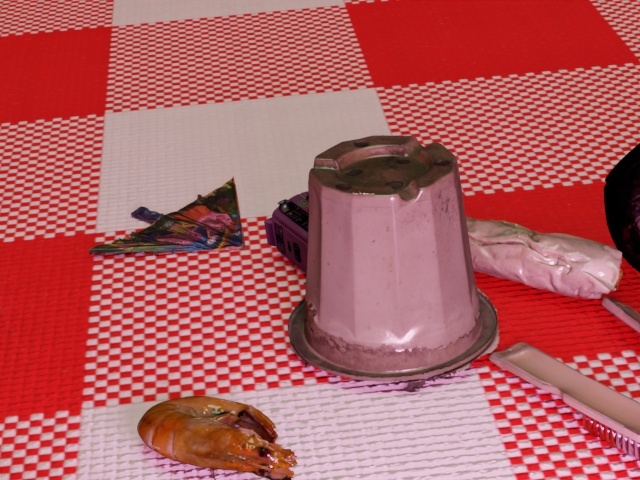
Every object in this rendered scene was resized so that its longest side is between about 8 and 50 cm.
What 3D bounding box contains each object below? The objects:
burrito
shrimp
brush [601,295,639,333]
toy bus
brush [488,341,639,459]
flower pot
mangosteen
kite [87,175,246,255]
[{"bbox_3d":[0.254,0.006,2.159,0.392,0.076,0.117,15,29,36],"label":"burrito"},{"bbox_3d":[-0.110,0.230,1.790,0.150,0.068,0.249,-17,24,-35],"label":"shrimp"},{"bbox_3d":[0.413,0.142,1.901,0.072,0.067,0.313,24,10,-21],"label":"brush"},{"bbox_3d":[0.000,0.000,2.199,0.098,0.086,0.178,-24,34,-22],"label":"toy bus"},{"bbox_3d":[0.312,0.191,1.829,0.060,0.050,0.321,-19,23,-22],"label":"brush"},{"bbox_3d":[0.087,0.013,1.971,0.290,0.259,0.290,-5,26,2],"label":"flower pot"},{"bbox_3d":[0.525,-0.061,2.093,0.233,0.287,0.287,43,38,2],"label":"mangosteen"},{"bbox_3d":[-0.196,-0.025,2.353,0.234,0.016,0.321,17,34,36],"label":"kite"}]
